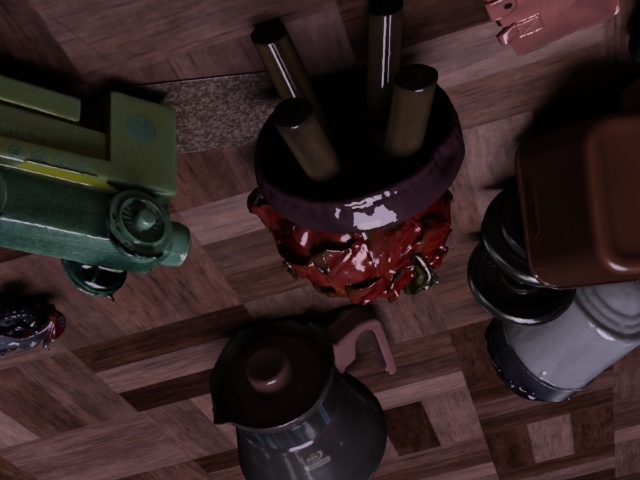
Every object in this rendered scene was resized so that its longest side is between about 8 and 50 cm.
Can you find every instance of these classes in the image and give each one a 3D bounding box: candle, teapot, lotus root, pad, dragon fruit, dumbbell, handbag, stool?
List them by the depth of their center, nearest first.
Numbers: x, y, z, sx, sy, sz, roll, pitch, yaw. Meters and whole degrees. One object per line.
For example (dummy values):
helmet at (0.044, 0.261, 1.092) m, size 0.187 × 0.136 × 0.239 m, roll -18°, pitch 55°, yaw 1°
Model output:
handbag at (0.267, -0.318, 1.327) m, size 0.157 × 0.059 × 0.212 m, roll -23°, pitch 148°, yaw 18°
stool at (0.036, -0.157, 1.342) m, size 0.272 × 0.272 × 0.178 m, roll -13°, pitch 136°, yaw 2°
pad at (-0.177, -0.167, 1.480) m, size 0.235 × 0.003 × 0.158 m, roll -7°, pitch 149°, yaw -7°
dragon fruit at (0.046, -0.036, 1.547) m, size 0.298 × 0.244 × 0.244 m, roll 13°, pitch 144°, yaw -9°
lotus root at (0.487, -0.218, 1.558) m, size 0.150 × 0.062 × 0.073 m, roll -27°, pitch 156°, yaw 38°
dumbbell at (0.344, 0.025, 1.787) m, size 0.192 × 0.192 × 0.290 m, roll -6°, pitch 149°, yaw -9°
candle at (0.473, 0.144, 2.001) m, size 0.221 × 0.221 × 0.342 m, roll 9°, pitch 143°, yaw -30°
teapot at (-0.019, 0.305, 2.075) m, size 0.376 × 0.305 × 0.362 m, roll -38°, pitch 143°, yaw -11°

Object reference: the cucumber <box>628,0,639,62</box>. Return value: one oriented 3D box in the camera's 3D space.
cucumber at (0.448, -0.286, 1.423) m, size 0.115 × 0.085 × 0.193 m, roll -51°, pitch 155°, yaw -21°

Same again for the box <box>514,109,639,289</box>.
box at (0.486, -0.063, 1.568) m, size 0.339 × 0.239 × 0.229 m, roll -5°, pitch 177°, yaw -11°

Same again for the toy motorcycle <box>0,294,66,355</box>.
toy motorcycle at (-0.505, 0.146, 1.820) m, size 0.122 × 0.082 × 0.213 m, roll 11°, pitch 154°, yaw -34°

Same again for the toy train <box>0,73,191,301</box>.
toy train at (-0.342, -0.080, 1.320) m, size 0.397 × 0.253 × 0.160 m, roll 13°, pitch 148°, yaw -33°
